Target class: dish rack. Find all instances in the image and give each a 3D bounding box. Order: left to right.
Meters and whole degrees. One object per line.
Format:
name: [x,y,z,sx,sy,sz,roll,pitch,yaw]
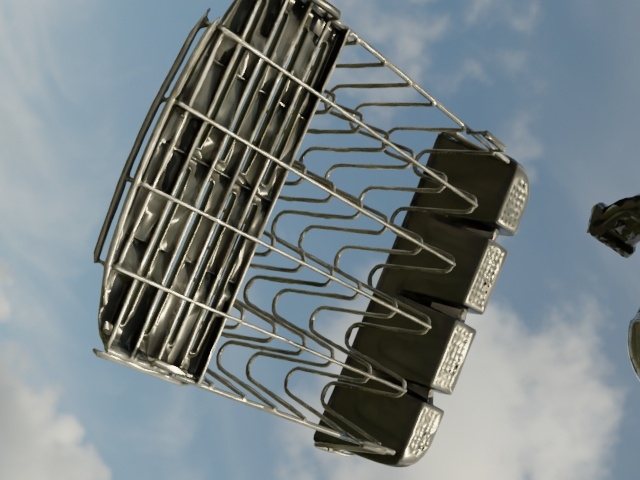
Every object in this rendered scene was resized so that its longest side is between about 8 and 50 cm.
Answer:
dish rack: [0.000,0.000,0.547,0.074,0.271,0.208,15,-100,44]

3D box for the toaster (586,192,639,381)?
toaster: [0.200,0.029,0.303,0.227,0.146,0.129,-14,-136,54]
